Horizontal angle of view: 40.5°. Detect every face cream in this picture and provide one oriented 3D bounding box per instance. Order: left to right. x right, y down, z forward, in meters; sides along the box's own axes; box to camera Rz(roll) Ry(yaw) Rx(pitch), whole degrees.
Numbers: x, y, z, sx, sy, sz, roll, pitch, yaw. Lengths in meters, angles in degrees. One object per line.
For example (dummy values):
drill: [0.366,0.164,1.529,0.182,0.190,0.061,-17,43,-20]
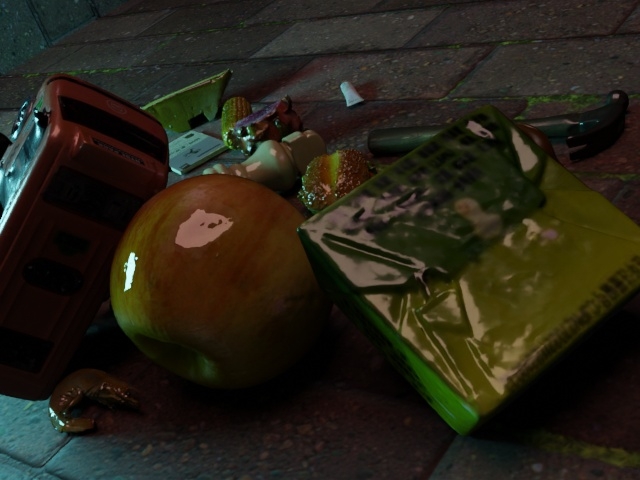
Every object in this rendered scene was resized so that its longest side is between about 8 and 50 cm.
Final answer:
face cream: [0.065,-0.308,1.827,0.038,0.020,0.115,-19,32,1]

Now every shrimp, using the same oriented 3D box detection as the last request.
shrimp: [-0.309,0.217,1.162,0.162,0.045,0.095,7,40,37]

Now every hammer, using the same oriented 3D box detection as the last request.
hammer: [0.280,-0.180,1.453,0.439,0.044,0.168,-1,33,33]

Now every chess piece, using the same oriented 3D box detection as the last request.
chess piece: [-0.167,-0.089,1.523,0.397,0.117,0.117,-26,29,-12]

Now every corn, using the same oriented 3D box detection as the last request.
corn: [-0.176,-0.252,1.840,0.068,0.068,0.207,-18,28,5]

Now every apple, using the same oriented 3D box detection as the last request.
apple: [-0.126,0.056,1.094,0.286,0.286,0.233,8,53,41]

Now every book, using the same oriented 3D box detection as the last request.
book: [-0.286,-0.191,1.864,0.127,0.014,0.181,-33,31,-22]

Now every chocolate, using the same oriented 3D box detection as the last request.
chocolate: [0.175,0.032,0.969,0.301,0.137,0.289,-34,61,-20]

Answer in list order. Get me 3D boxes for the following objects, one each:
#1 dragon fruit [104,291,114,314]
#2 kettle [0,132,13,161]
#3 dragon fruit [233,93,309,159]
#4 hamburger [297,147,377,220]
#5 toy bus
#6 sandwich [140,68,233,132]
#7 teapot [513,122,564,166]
dragon fruit: [-0.284,0.064,1.349,0.175,0.142,0.138,-42,65,24]
kettle: [-0.582,-0.004,1.407,0.262,0.308,0.203,-7,46,9]
dragon fruit: [-0.107,-0.203,1.687,0.147,0.102,0.096,-21,20,20]
hamburger: [0.024,-0.088,1.414,0.137,0.087,0.166,-13,30,15]
toy bus: [-0.382,-0.002,1.218,0.427,0.203,0.233,-59,31,13]
sandwich: [-0.300,-0.313,2.012,0.244,0.088,0.090,-23,20,4]
teapot: [0.309,-0.124,1.316,0.129,0.078,0.098,32,98,44]
